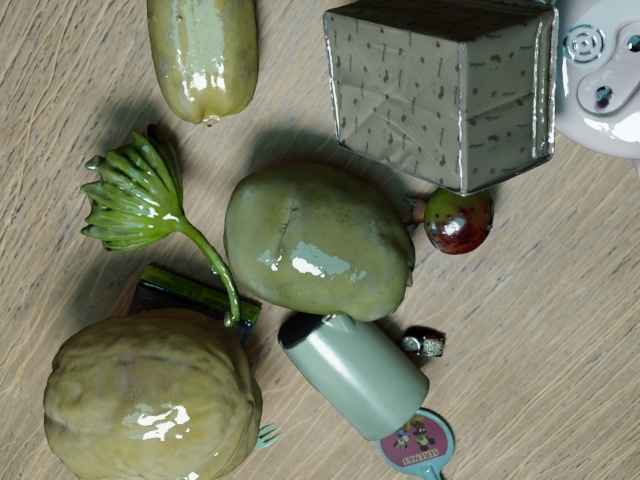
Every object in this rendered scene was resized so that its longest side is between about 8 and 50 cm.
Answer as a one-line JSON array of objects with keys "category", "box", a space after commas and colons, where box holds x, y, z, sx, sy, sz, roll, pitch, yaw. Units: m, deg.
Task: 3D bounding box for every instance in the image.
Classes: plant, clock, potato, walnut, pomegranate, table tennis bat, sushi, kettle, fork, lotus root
[{"category": "plant", "box": [-0.237, -0.045, 1.559, 0.333, 0.180, 0.251, 24, 126, 10]}, {"category": "clock", "box": [0.446, -0.281, 1.356, 0.326, 0.184, 0.342, 32, 113, -2]}, {"category": "potato", "box": [0.000, 0.000, 1.529, 0.326, 0.243, 0.221, 12, 145, -5]}, {"category": "walnut", "box": [-0.288, 0.280, 1.595, 0.381, 0.381, 0.381, 4, 117, 8]}, {"category": "pomegranate", "box": [0.212, -0.038, 1.538, 0.159, 0.129, 0.129, -6, 116, 13]}, {"category": "table tennis bat", "box": [0.206, 0.437, 1.837, 0.153, 0.040, 0.244, -20, 108, 19]}, {"category": "sushi", "box": [0.192, 0.188, 1.713, 0.083, 0.044, 0.046, 9, 96, 3]}, {"category": "kettle", "box": [0.042, 0.233, 1.698, 0.255, 0.165, 0.240, 45, 143, -13]}, {"category": "fork", "box": [-0.181, 0.445, 1.910, 0.235, 0.021, 0.039, -31, 105, 22]}, {"category": "lotus root", "box": [-0.186, -0.350, 1.435, 0.169, 0.151, 0.343, -5, 112, -5]}]

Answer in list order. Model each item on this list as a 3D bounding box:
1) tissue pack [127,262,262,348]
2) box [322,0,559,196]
[{"category": "tissue pack", "box": [-0.249, 0.162, 1.747, 0.235, 0.073, 0.173, 21, 121, -1]}, {"category": "box", "box": [0.168, -0.229, 1.328, 0.190, 0.297, 0.225, -22, 121, -29]}]
